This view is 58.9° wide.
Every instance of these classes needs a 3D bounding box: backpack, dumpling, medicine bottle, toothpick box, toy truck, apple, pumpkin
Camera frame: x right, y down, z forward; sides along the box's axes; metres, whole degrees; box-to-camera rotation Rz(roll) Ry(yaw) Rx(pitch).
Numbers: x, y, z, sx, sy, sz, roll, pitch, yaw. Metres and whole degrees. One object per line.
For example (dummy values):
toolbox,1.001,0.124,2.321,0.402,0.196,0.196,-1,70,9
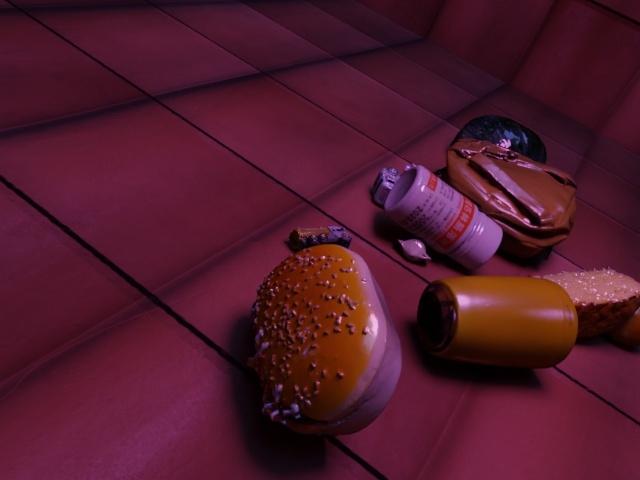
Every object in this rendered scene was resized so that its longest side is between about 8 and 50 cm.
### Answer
backpack,0.489,-0.121,1.501,0.378,0.201,0.353,41,38,18
dumpling,0.210,0.023,1.279,0.076,0.057,0.052,1,73,5
medicine bottle,0.279,-0.049,1.291,0.252,0.144,0.144,35,31,-15
toothpick box,0.318,0.149,1.056,0.271,0.175,0.175,6,38,-21
toy truck,0.000,0.000,1.163,0.123,0.052,0.063,-4,37,-34
toy truck,0.218,-0.102,1.416,0.178,0.080,0.115,22,39,-6
apple,0.713,0.190,1.307,0.114,0.102,0.099,33,33,10
pumpkin,0.575,-0.289,1.791,0.293,0.197,0.263,13,33,-21

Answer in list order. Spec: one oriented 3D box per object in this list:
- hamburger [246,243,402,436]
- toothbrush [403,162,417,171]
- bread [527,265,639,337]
hamburger,-0.001,0.138,0.830,0.151,0.227,0.295,34,23,-30
toothbrush,0.247,-0.195,1.529,0.025,0.020,0.286,37,15,6
bread,0.579,0.146,1.255,0.260,0.134,0.129,-1,29,-10
